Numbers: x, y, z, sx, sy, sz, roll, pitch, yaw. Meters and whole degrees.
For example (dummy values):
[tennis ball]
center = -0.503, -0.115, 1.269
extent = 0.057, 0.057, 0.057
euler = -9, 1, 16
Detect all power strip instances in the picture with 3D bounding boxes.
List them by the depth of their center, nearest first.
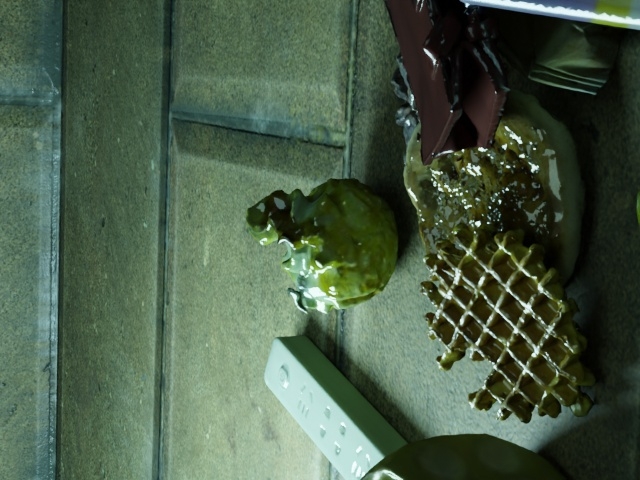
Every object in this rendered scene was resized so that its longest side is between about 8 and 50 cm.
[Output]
[power strip]
center = 0.018, 0.250, 1.828
extent = 0.385, 0.062, 0.091
euler = 42, 124, 51

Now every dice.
[dice]
center = 0.165, 0.370, 1.403
extent = 0.238, 0.227, 0.233
euler = 56, 137, 43

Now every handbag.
[handbag]
center = 0.119, -0.225, 1.289
extent = 0.275, 0.084, 0.260
euler = 81, 176, -83

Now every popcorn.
[popcorn]
center = 0.000, 0.000, 1.721
extent = 0.198, 0.212, 0.198
euler = -157, 90, -84

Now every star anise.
[star anise]
center = 0.147, -0.177, 1.545
extent = 0.209, 0.089, 0.231
euler = 62, 154, 26

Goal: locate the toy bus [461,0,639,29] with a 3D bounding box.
[toy bus]
center = 0.316, -0.258, 1.009
extent = 0.440, 0.249, 0.209
euler = 21, 109, 43

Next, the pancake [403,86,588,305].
[pancake]
center = 0.199, -0.041, 1.454
extent = 0.282, 0.049, 0.282
euler = 25, 124, 43

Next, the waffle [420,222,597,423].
[waffle]
center = 0.205, 0.093, 1.425
extent = 0.229, 0.051, 0.231
euler = 1, 107, 52

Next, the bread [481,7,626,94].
[bread]
center = 0.253, -0.279, 1.331
extent = 0.210, 0.110, 0.192
euler = 53, 130, 45

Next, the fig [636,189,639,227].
[fig]
center = 0.361, -0.008, 1.149
extent = 0.156, 0.123, 0.123
euler = 62, 143, 19
